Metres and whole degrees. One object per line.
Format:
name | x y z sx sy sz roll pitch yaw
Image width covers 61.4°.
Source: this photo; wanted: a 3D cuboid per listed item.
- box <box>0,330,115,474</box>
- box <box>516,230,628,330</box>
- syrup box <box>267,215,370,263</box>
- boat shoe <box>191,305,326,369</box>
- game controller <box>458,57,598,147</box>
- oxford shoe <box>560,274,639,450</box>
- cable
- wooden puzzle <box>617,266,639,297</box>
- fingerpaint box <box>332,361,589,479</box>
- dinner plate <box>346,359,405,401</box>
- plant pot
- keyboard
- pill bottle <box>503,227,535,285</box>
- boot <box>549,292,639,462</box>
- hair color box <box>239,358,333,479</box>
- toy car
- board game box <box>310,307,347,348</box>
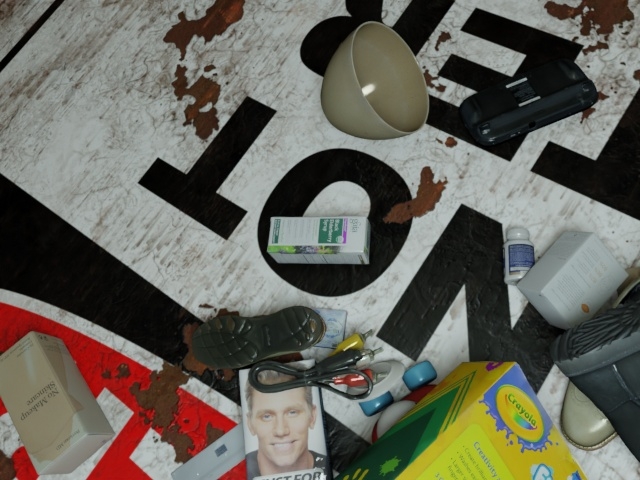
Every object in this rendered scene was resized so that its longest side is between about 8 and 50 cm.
box | -0.647 0.387 1.294 0.148 0.121 0.311 -41 66 -5
box | 0.526 0.084 1.132 0.170 0.091 0.130 -45 102 -7
syrup box | 0.000 0.000 1.310 0.237 0.096 0.093 0 69 14
boat shoe | -0.136 0.229 1.243 0.324 0.120 0.122 -10 75 18
game controller | 0.517 -0.348 1.354 0.319 0.067 0.166 -21 52 4
oxford shoe | 0.566 0.218 1.034 0.140 0.146 0.397 27 93 43
cable | -0.002 0.286 1.124 0.287 0.072 0.139 -19 65 6
wooden puzzle | 0.798 0.205 1.065 0.348 0.080 0.322 -5 68 16
fingerpaint box | 0.270 0.486 0.876 0.371 0.163 0.444 -34 92 -25
dinner plate | 0.114 0.295 1.155 0.141 0.141 0.017 -28 102 1
plant pot | 0.112 -0.370 1.358 0.191 0.284 0.284 -19 61 45
keyboard | -0.220 0.485 1.222 0.256 0.014 0.072 -35 61 -2
pill bottle | 0.445 0.037 1.210 0.067 0.067 0.120 1 70 13
boot | 0.657 0.274 0.857 0.445 0.367 0.146 50 42 -2
hair color box | -0.069 0.442 1.143 0.174 0.105 0.347 -9 67 1
toy car | 0.191 0.361 1.051 0.210 0.238 0.219 -30 66 0
board game box | 0.013 0.207 1.268 0.090 0.020 0.090 4 71 14
